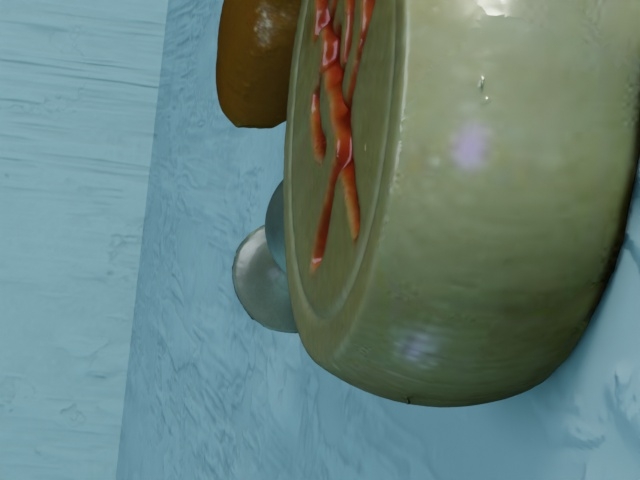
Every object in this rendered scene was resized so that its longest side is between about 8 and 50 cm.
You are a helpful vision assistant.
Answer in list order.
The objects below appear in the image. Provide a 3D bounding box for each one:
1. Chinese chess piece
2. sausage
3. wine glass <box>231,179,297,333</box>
[{"bbox_3d":[0.051,-0.054,0.699,0.251,0.097,0.251,-175,90,-78],"label":"Chinese chess piece"},{"bbox_3d":[-0.022,-0.167,1.122,0.238,0.098,0.098,113,159,-49],"label":"sausage"},{"bbox_3d":[0.000,0.000,0.962,0.195,0.079,0.079,129,145,-71],"label":"wine glass"}]
